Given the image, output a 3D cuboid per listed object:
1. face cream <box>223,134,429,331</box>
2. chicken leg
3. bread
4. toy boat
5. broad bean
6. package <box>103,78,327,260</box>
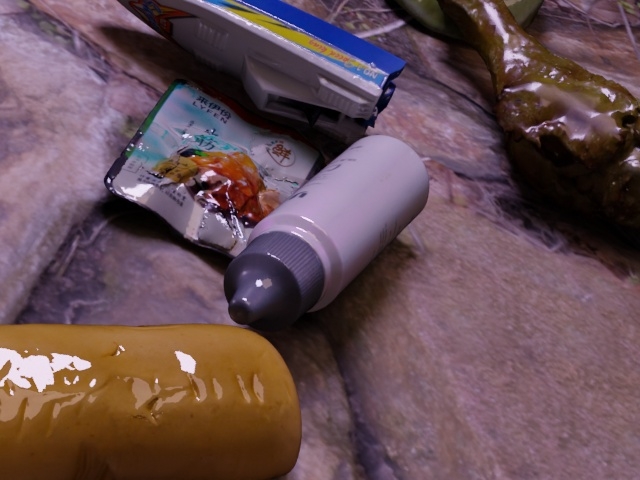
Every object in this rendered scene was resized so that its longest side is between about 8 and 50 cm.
[{"bbox_3d":[0.000,0.000,1.463,0.092,0.092,0.311,34,31,7],"label":"face cream"},{"bbox_3d":[0.220,-0.143,1.746,0.361,0.140,0.211,43,20,16],"label":"chicken leg"},{"bbox_3d":[-0.155,0.117,1.270,0.305,0.091,0.142,0,51,-30],"label":"bread"},{"bbox_3d":[-0.074,-0.185,1.636,0.295,0.129,0.088,26,71,1],"label":"toy boat"},{"bbox_3d":[0.160,-0.280,1.932,0.206,0.072,0.153,-11,49,-24],"label":"broad bean"},{"bbox_3d":[-0.090,-0.068,1.555,0.166,0.040,0.232,30,35,-1],"label":"package"}]
